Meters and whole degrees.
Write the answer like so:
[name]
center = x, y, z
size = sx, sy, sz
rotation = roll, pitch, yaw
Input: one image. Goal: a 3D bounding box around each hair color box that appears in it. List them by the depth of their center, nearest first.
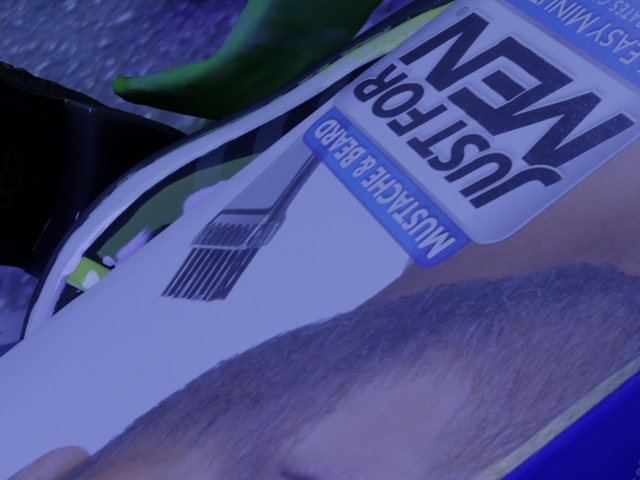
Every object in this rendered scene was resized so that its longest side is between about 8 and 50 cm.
[hair color box]
center = 0.025, 0.051, 0.469
size = 0.339, 0.110, 0.185
rotation = -39, 30, 0

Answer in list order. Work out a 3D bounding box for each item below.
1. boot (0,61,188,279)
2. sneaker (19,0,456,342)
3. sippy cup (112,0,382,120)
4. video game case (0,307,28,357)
[boot]
center = -0.188, -0.053, 0.729
size = 0.229, 0.263, 0.091
rotation = 22, 90, 47
[sneaker]
center = 0.000, 0.000, 0.600
size = 0.234, 0.084, 0.097
rotation = -40, 34, 5
[sippy cup]
center = -0.041, -0.217, 0.778
size = 0.224, 0.240, 0.305
rotation = -18, 30, 51
[video game case]
center = -0.184, 0.098, 0.681
size = 0.183, 0.023, 0.201
rotation = -14, 28, 30
